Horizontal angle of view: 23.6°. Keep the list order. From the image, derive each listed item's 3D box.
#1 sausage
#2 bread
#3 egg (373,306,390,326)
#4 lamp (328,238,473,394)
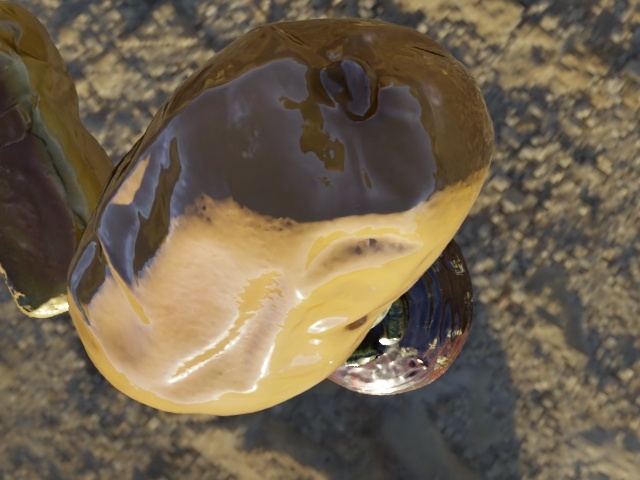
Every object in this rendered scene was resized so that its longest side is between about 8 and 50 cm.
[{"bbox_3d":[-0.021,-0.007,0.639,0.120,0.136,0.241,60,143,16],"label":"sausage"},{"bbox_3d":[-0.269,-0.074,1.408,0.132,0.167,0.294,-22,91,5],"label":"bread"},{"bbox_3d":[0.000,0.000,1.292,0.132,0.132,0.172,-25,97,41],"label":"egg"},{"bbox_3d":[0.069,0.070,1.836,0.247,0.247,0.247,17,128,22],"label":"lamp"}]
